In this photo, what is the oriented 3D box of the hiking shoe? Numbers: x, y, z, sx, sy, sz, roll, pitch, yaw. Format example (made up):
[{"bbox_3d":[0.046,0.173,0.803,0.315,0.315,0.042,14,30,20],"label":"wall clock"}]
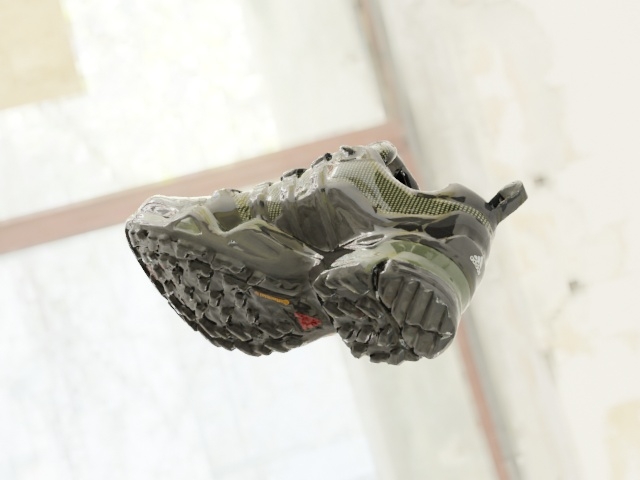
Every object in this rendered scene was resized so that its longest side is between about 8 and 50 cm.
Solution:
[{"bbox_3d":[0.000,0.000,1.035,0.227,0.114,0.086,10,-44,38],"label":"hiking shoe"}]
